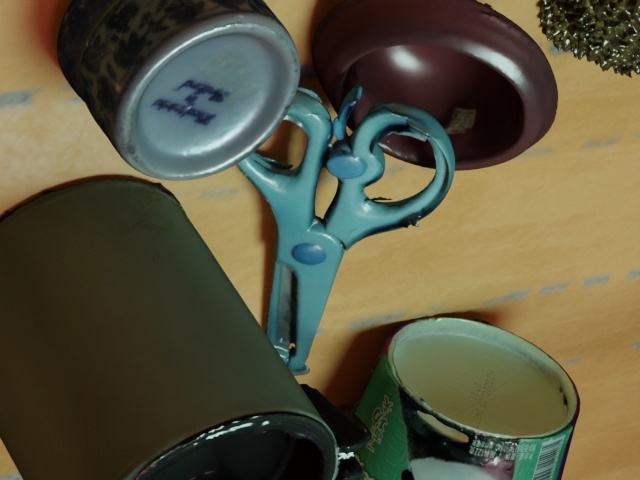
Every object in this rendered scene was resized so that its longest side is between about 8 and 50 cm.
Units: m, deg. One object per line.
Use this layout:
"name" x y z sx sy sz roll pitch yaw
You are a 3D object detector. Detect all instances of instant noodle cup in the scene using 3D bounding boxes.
"instant noodle cup" 0.128 0.203 1.860 0.251 0.251 0.190 -7 127 -35

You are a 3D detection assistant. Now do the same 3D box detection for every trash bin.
"trash bin" -0.142 0.116 1.494 0.277 0.262 0.217 -14 140 -28

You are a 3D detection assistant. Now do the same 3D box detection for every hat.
"hat" 0.092 -0.138 1.522 0.205 0.089 0.205 10 148 6

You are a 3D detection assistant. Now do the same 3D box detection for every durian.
"durian" 0.272 -0.193 1.635 0.188 0.091 0.148 10 125 -48

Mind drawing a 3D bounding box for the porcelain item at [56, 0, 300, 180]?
"porcelain item" -0.101 -0.129 1.371 0.147 0.114 0.147 -23 142 -20

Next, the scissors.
"scissors" 0.000 0.000 1.633 0.180 0.032 0.393 13 143 -1
